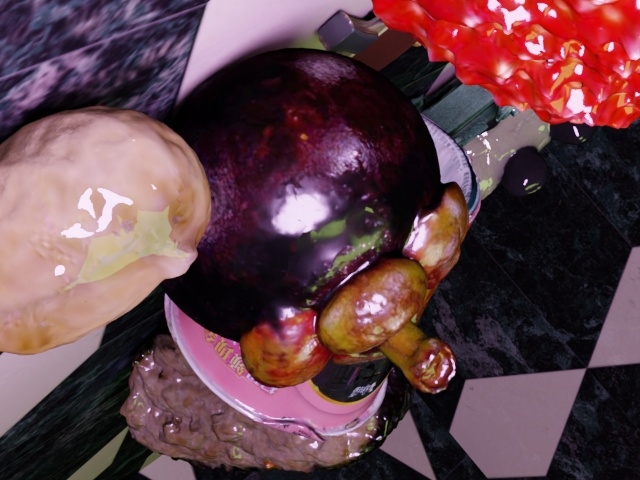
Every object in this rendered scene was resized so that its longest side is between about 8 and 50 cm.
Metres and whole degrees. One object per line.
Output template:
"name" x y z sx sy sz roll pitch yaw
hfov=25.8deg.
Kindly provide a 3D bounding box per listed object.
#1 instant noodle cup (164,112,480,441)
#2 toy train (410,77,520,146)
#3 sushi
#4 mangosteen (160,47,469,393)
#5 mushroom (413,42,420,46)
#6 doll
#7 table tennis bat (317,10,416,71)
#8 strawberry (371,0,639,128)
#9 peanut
"instant noodle cup" 0.012 0.011 1.254 0.244 0.244 0.255 -32 161 -49
"toy train" 0.137 -0.129 1.534 0.200 0.083 0.132 -35 175 -27
"sushi" -0.059 0.161 1.587 0.350 0.210 0.171 -4 -166 31
"mangosteen" 0.000 0.000 0.902 0.211 0.250 0.211 -36 167 -9
"mushroom" 0.159 -0.251 1.108 0.286 0.026 0.028 -46 -173 35
"doll" 0.225 -0.136 1.715 0.234 0.143 0.135 -45 -164 -14
"table tennis bat" 0.037 -0.153 1.072 0.130 0.019 0.220 -38 174 15
"strawberry" 0.115 -0.163 0.551 0.261 0.261 0.257 -44 179 33
"peanut" -0.134 -0.007 0.731 0.159 0.109 0.140 -27 163 1
